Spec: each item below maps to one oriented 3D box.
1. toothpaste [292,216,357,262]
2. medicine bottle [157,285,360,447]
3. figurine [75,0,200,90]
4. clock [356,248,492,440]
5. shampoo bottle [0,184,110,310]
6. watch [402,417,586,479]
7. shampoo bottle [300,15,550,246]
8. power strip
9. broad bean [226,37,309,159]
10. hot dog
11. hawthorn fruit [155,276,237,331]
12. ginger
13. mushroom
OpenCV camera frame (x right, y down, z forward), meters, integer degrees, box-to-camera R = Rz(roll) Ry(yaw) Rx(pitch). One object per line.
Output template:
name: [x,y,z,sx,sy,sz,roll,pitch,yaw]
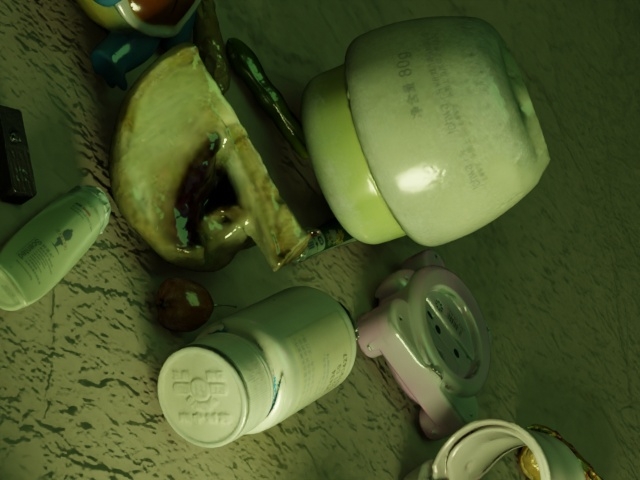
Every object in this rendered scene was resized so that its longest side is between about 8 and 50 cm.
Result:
toothpaste: [0.000,0.000,2.106,0.204,0.031,0.049,-26,91,-60]
medicine bottle: [-0.072,0.149,1.784,0.258,0.143,0.143,-22,87,-60]
figurine: [-0.244,-0.356,1.870,0.298,0.243,0.416,45,15,-12]
clock: [0.165,0.143,2.191,0.227,0.090,0.248,54,31,-16]
shampoo bottle: [-0.298,0.005,1.647,0.072,0.049,0.212,51,33,-11]
watch: [0.252,0.375,2.014,0.196,0.231,0.244,26,44,-48]
shampoo bottle: [0.152,-0.158,2.131,0.322,0.317,0.322,56,21,-35]
power strip: [-0.345,-0.097,1.669,0.038,0.029,0.111,10,60,-52]
broad bean: [-0.065,-0.195,2.142,0.227,0.039,0.069,53,15,-22]
hot dog: [0.397,0.375,2.374,0.250,0.076,0.104,48,35,-27]
hawthorn fruit: [-0.148,0.075,1.791,0.103,0.067,0.066,-3,69,-39]
ginger: [-0.153,-0.274,2.045,0.069,0.051,0.173,88,-6,-67]
mushroom: [-0.150,-0.067,1.860,0.292,0.212,0.217,49,-12,-2]
